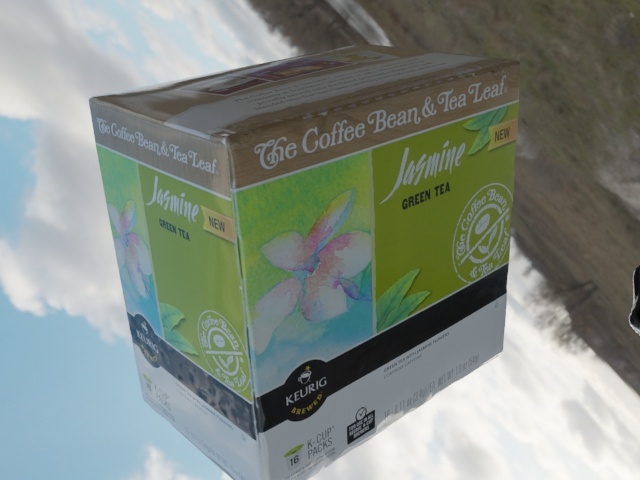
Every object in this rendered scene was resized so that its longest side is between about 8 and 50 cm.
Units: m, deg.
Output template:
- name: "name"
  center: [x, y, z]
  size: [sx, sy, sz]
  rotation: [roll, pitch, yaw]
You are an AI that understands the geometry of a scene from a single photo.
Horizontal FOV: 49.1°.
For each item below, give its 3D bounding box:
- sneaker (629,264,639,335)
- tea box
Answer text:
- name: "sneaker"
  center: [0.258, 0.093, 0.433]
  size: [0.130, 0.087, 0.227]
  rotation: [32, -141, -41]
- name: "tea box"
  center: [0.000, 0.000, 0.672]
  size: [0.329, 0.323, 0.220]
  rotation: [-23, -150, -35]
